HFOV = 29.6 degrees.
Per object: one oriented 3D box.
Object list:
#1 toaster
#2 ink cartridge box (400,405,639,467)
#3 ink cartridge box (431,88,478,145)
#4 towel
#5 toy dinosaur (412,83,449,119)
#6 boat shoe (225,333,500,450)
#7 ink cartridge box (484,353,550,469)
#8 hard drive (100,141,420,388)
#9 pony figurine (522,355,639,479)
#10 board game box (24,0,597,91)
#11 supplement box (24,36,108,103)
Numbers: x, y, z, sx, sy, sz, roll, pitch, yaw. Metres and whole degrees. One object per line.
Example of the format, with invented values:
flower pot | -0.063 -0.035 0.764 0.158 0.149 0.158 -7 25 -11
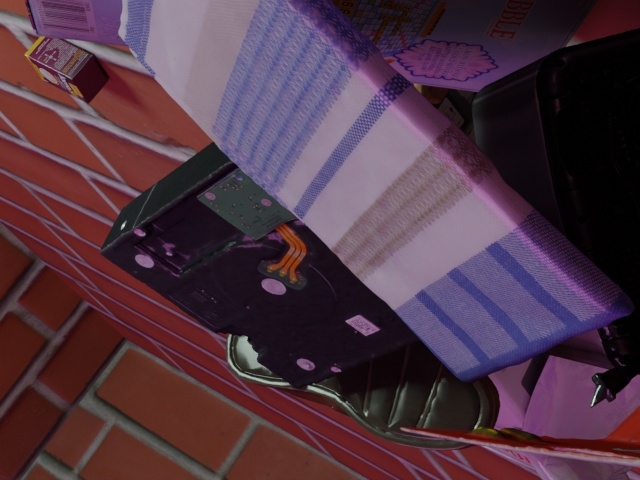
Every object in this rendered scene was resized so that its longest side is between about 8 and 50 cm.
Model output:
toaster | 0.177 -0.024 0.631 0.110 0.186 0.168 171 83 -75
ink cartridge box | 0.271 0.068 0.602 0.385 0.091 0.308 4 173 -16
ink cartridge box | 0.068 -0.102 0.946 0.109 0.063 0.150 14 153 53
towel | 0.010 -0.049 0.594 0.285 0.034 0.209 45 162 2
toy dinosaur | 0.077 -0.124 0.814 0.211 0.112 0.064 27 159 7
boat shoe | 0.053 0.124 1.174 0.307 0.110 0.104 18 180 38
ink cartridge box | 0.164 0.114 1.271 0.198 0.115 0.273 19 156 47
hard drive | 0.000 0.000 0.979 0.237 0.064 0.339 36 143 -20
pony figurine | 0.309 0.289 1.149 0.363 0.351 0.303 21 -164 -44
board game box | -0.003 -0.177 0.616 0.318 0.066 0.318 7 165 -5
supplement box | -0.307 -0.210 1.467 0.083 0.043 0.055 27 161 27
